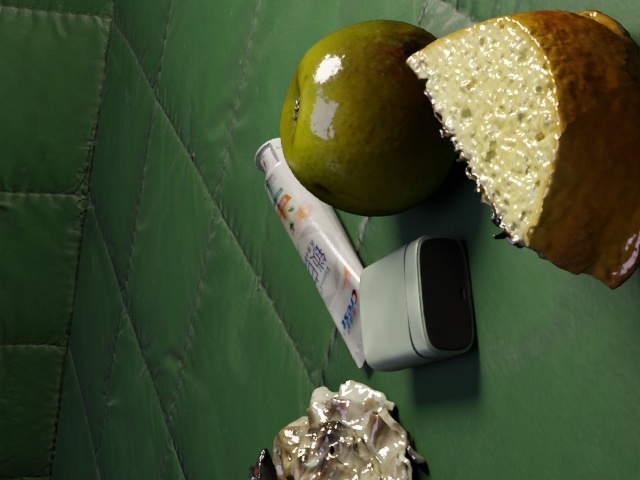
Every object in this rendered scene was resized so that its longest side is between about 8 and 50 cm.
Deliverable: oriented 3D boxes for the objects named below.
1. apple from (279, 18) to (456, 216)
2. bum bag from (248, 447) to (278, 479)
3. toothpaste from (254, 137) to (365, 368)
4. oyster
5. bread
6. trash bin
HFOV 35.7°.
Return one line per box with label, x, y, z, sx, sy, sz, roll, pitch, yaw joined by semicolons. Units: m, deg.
apple;0.046;-0.117;0.970;0.196;0.157;0.196;-173;90;-74
bum bag;-0.062;0.287;1.100;0.057;0.034;0.124;80;-177;-52
toothpaste;0.000;0.000;1.187;0.323;0.066;0.100;62;145;40
oyster;0.017;0.298;1.048;0.351;0.115;0.237;-91;19;-47
bread;0.172;-0.098;0.722;0.134;0.129;0.260;-61;36;33
trash bin;0.090;0.064;0.975;0.130;0.059;0.116;147;123;-63
